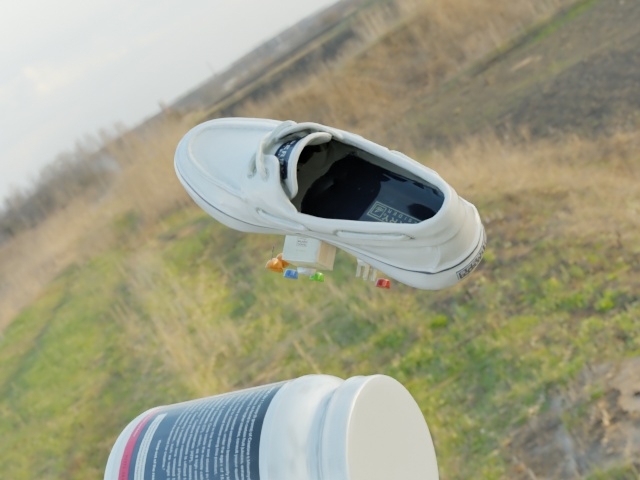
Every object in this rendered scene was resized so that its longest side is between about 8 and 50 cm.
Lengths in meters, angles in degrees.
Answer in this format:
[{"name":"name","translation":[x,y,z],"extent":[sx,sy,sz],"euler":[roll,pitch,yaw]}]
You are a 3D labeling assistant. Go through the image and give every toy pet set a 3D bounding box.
[{"name":"toy pet set","translation":[0.000,0.000,1.090],"extent":[0.122,0.065,0.114],"euler":[5,-12,28]}]

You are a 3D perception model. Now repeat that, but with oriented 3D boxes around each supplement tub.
[{"name":"supplement tub","translation":[-0.047,0.231,1.039],"extent":[0.272,0.191,0.191],"euler":[-16,17,30]}]

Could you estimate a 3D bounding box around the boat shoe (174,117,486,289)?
[{"name":"boat shoe","translation":[-0.005,-0.047,0.778],"extent":[0.258,0.084,0.095],"euler":[16,68,29]}]
